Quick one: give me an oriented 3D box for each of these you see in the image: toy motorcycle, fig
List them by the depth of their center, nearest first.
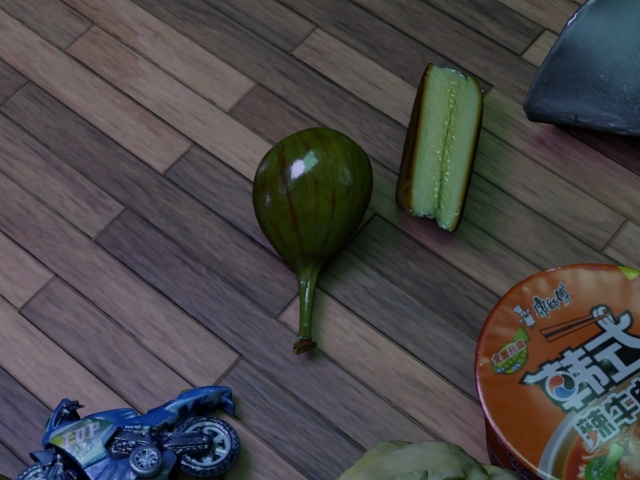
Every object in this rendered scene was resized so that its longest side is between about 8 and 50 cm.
[{"bbox_3d":[-0.212,0.221,1.253,0.254,0.092,0.135,-11,50,-14],"label":"toy motorcycle"},{"bbox_3d":[0.000,0.000,1.362,0.151,0.151,0.259,-7,85,-2],"label":"fig"}]

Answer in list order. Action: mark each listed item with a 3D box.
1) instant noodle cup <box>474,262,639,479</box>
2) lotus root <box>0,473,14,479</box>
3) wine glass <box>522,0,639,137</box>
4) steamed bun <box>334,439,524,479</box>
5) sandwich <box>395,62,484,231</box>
[{"bbox_3d":[0.278,0.175,1.194,0.250,0.192,0.250,-2,60,3],"label":"instant noodle cup"},{"bbox_3d":[-0.357,0.349,1.109,0.192,0.272,0.272,-3,58,-18],"label":"lotus root"},{"bbox_3d":[0.461,-0.112,1.326,0.267,0.267,0.406,-36,69,-17],"label":"wine glass"},{"bbox_3d":[0.072,0.359,1.078,0.325,0.230,0.372,45,62,-9],"label":"steamed bun"},{"bbox_3d":[0.146,-0.100,1.424,0.090,0.088,0.244,13,57,0],"label":"sandwich"}]
